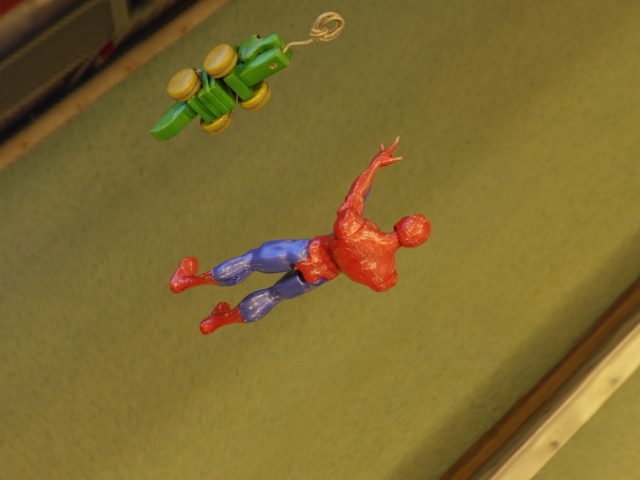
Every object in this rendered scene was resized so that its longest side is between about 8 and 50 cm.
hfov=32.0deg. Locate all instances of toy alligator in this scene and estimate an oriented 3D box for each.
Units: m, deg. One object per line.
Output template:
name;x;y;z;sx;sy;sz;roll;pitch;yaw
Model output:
toy alligator;-0.063;-0.143;0.911;0.190;0.056;0.051;-30;42;19

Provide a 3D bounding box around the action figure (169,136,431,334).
action figure;0.000;0.000;1.032;0.091;0.280;0.139;56;45;-20
